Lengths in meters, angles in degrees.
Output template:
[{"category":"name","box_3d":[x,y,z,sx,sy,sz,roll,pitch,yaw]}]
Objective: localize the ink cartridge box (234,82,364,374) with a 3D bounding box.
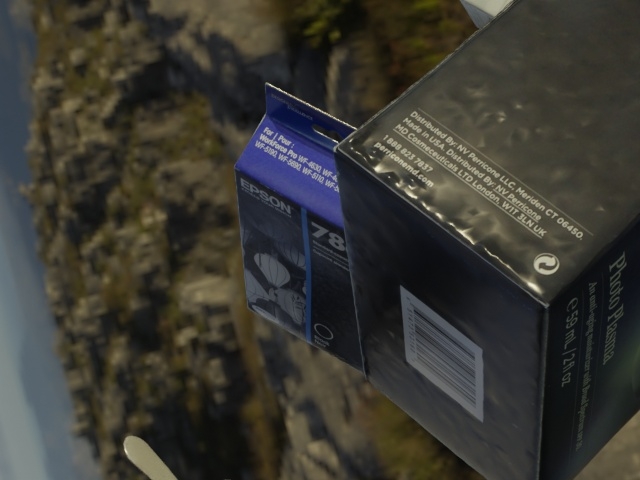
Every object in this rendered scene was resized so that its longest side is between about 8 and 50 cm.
[{"category":"ink cartridge box","box_3d":[0.000,0.000,1.512,0.165,0.065,0.333,29,150,19]}]

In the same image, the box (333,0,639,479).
[{"category":"box","box_3d":[0.182,-0.019,1.041,0.182,0.294,0.296,38,158,26]}]

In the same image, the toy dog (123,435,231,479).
[{"category":"toy dog","box_3d":[-0.247,0.341,1.801,0.161,0.333,0.220,16,84,42]}]

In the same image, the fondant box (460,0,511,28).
[{"category":"fondant box","box_3d":[0.322,-0.226,1.324,0.330,0.238,0.096,32,180,19]}]
